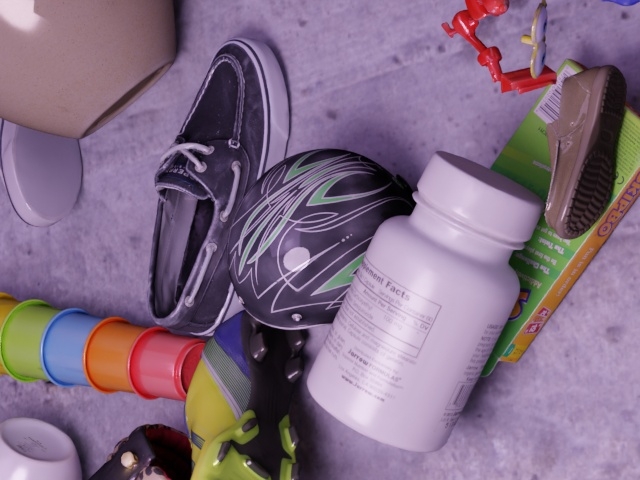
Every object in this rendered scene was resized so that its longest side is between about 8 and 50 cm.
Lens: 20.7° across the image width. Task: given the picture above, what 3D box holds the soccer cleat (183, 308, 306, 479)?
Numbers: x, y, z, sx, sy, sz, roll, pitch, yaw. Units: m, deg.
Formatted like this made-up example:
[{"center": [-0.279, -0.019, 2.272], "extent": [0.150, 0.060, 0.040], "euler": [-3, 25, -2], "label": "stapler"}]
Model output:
[{"center": [-0.081, 0.183, 1.600], "extent": [0.121, 0.093, 0.289], "euler": [-38, 27, 34], "label": "soccer cleat"}]

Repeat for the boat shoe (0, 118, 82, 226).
[{"center": [-0.336, -0.122, 1.941], "extent": [0.088, 0.096, 0.267], "euler": [-35, 59, 36], "label": "boat shoe"}]

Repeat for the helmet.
[{"center": [0.000, 0.000, 1.575], "extent": [0.169, 0.161, 0.169], "euler": [-9, 75, 40], "label": "helmet"}]

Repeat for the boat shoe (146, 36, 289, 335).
[{"center": [-0.113, -0.058, 1.726], "extent": [0.108, 0.102, 0.301], "euler": [10, 89, 42], "label": "boat shoe"}]

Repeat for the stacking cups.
[{"center": [-0.242, 0.119, 1.811], "extent": [0.316, 0.096, 0.096], "euler": [8, 87, 42], "label": "stacking cups"}]

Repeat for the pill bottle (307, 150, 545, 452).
[{"center": [0.091, 0.049, 1.462], "extent": [0.131, 0.131, 0.229], "euler": [35, 105, 40], "label": "pill bottle"}]

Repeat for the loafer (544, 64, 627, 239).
[{"center": [0.211, -0.072, 1.436], "extent": [0.050, 0.056, 0.148], "euler": [10, 79, 42], "label": "loafer"}]

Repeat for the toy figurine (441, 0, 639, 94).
[{"center": [0.220, -0.318, 1.425], "extent": [0.191, 0.217, 0.362], "euler": [-134, 34, -61], "label": "toy figurine"}]

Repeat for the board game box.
[{"center": [0.182, -0.015, 1.504], "extent": [0.259, 0.039, 0.124], "euler": [-55, 52, 16], "label": "board game box"}]

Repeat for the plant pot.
[{"center": [-0.260, -0.217, 1.807], "extent": [0.284, 0.284, 0.191], "euler": [-38, 92, 30], "label": "plant pot"}]

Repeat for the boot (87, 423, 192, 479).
[{"center": [-0.226, 0.316, 1.594], "extent": [0.284, 0.377, 0.138], "euler": [-45, 88, 7], "label": "boot"}]

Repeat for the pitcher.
[{"center": [-0.304, 0.305, 1.826], "extent": [0.178, 0.125, 0.207], "euler": [30, 113, 20], "label": "pitcher"}]
